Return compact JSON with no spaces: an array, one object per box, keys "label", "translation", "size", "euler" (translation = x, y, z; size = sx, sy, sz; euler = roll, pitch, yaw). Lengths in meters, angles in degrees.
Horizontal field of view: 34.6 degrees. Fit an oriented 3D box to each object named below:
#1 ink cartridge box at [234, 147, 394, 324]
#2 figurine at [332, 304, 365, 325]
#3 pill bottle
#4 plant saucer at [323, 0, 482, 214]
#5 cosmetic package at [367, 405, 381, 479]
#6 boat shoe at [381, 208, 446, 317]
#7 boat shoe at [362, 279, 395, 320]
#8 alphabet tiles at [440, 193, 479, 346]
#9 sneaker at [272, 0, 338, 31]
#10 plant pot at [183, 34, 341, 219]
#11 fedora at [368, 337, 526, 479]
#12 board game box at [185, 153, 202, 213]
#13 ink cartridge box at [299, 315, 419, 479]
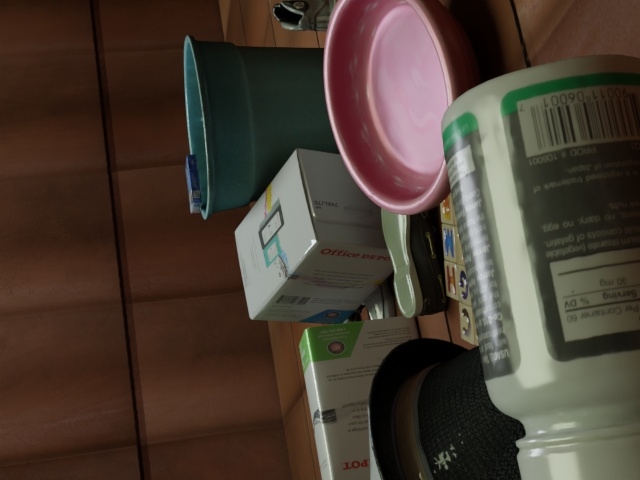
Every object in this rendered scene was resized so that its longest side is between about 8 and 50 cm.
[{"label":"ink cartridge box","translation":[0.000,0.000,1.843],"size":[0.270,0.198,0.197],"euler":[-49,45,45]},{"label":"figurine","translation":[0.042,0.094,2.197],"size":[0.215,0.092,0.209],"euler":[105,152,-64]},{"label":"pill bottle","translation":[0.231,0.041,0.894],"size":[0.204,0.204,0.360],"euler":[126,137,-74]},{"label":"plant saucer","translation":[0.118,-0.204,1.422],"size":[0.332,0.084,0.332],"euler":[36,134,51]},{"label":"cosmetic package","translation":[0.171,0.302,1.389],"size":[0.151,0.184,0.151],"euler":[-137,42,-74]},{"label":"boat shoe","translation":[0.149,0.007,1.630],"size":[0.081,0.069,0.227],"euler":[153,110,-65]},{"label":"boat shoe","translation":[0.088,0.088,1.964],"size":[0.083,0.076,0.226],"euler":[115,147,-70]},{"label":"alphabet tiles","translation":[0.216,-0.016,1.435],"size":[0.285,0.011,0.342],"euler":[-158,62,-77]},{"label":"sneaker","translation":[-0.039,-0.497,2.145],"size":[0.228,0.132,0.086],"euler":[-113,20,-55]},{"label":"plant pot","translation":[-0.072,-0.223,1.940],"size":[0.341,0.334,0.341],"euler":[175,90,-79]},{"label":"fedora","translation":[0.209,0.223,1.114],"size":[0.152,0.334,0.334],"euler":[-46,43,35]},{"label":"board game box","translation":[-0.240,-0.106,1.941],"size":[0.090,0.020,0.090],"euler":[121,142,-74]},{"label":"ink cartridge box","translation":[0.085,0.282,1.772],"size":[0.114,0.199,0.272],"euler":[111,151,-67]}]
